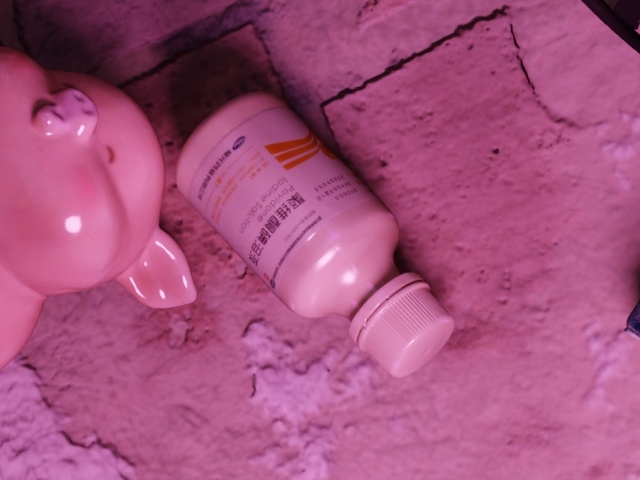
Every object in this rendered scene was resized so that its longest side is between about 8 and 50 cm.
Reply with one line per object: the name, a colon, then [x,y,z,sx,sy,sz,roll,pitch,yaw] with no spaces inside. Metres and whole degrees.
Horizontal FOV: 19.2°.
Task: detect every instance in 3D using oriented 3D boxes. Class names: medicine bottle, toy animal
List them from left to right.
toy animal: [-0.267,-0.005,1.551,0.237,0.269,0.326,56,135,21]
medicine bottle: [0.000,0.000,1.490,0.114,0.114,0.252,-47,69,9]

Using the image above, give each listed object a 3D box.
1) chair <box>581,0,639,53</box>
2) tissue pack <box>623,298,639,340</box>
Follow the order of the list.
chair: [0.268,-0.282,1.395,0.260,0.141,0.154,-50,42,12]
tissue pack: [0.364,0.006,1.358,0.185,0.081,0.257,34,94,24]
